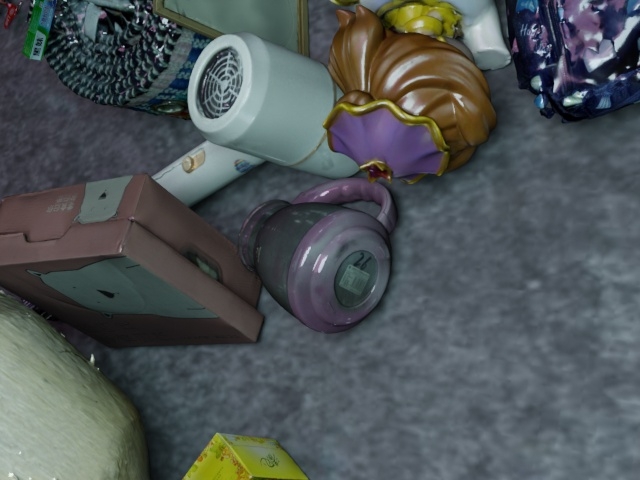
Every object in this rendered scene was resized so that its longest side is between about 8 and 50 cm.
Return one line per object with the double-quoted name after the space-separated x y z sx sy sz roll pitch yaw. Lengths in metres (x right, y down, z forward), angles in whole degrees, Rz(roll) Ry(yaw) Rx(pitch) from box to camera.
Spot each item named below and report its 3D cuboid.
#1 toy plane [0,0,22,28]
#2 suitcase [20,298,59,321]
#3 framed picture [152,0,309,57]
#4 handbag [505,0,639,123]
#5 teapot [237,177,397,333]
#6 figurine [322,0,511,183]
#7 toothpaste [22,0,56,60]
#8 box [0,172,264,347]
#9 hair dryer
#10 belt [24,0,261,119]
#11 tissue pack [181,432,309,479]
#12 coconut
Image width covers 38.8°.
-0.469 -0.357 1.313 0.145 0.037 0.060 44 105 36 "toy plane"
-0.301 0.034 1.070 0.126 0.059 0.086 -33 59 21 "suitcase"
-0.086 -0.256 0.933 0.010 0.201 0.136 -18 66 42 "framed picture"
0.229 -0.225 0.773 0.162 0.113 0.260 -13 68 25 "handbag"
-0.007 -0.001 0.860 0.146 0.116 0.148 24 94 46 "teapot"
0.084 -0.168 0.823 0.189 0.142 0.263 9 69 -9 "figurine"
-0.313 -0.244 1.018 0.020 0.017 0.083 35 114 34 "toothpaste"
-0.194 0.030 0.912 0.215 0.215 0.086 -5 60 33 "box"
-0.120 -0.079 0.943 0.357 0.173 0.107 -28 60 38 "hair dryer"
-0.197 -0.250 1.032 0.295 0.160 0.207 20 104 41 "belt"
-0.101 0.268 0.846 0.062 0.095 0.176 43 100 36 "tissue pack"
-0.358 0.203 0.843 0.346 0.360 0.346 -41 15 13 "coconut"
